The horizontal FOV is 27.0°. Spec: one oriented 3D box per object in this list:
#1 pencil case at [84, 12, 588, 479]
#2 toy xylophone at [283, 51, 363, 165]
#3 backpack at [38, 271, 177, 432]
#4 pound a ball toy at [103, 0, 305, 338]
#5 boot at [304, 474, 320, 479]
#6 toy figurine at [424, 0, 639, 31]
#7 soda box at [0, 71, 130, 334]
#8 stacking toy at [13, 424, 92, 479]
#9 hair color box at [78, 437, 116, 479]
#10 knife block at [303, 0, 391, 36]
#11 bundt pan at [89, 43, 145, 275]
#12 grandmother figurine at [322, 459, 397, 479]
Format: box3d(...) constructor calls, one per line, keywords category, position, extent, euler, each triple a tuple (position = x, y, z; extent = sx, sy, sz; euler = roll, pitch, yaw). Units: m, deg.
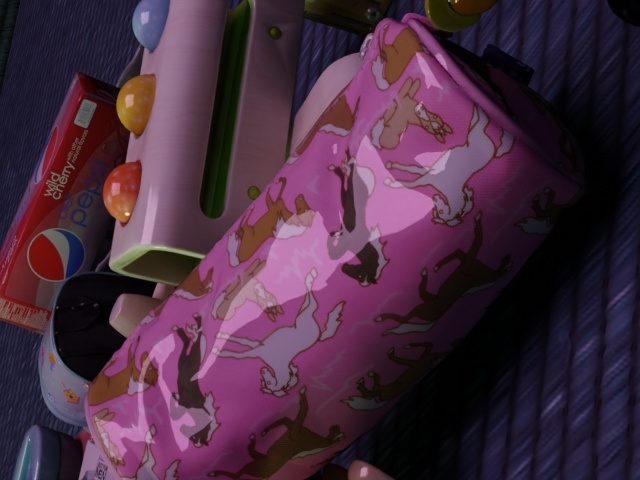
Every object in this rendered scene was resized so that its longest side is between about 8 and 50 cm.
box3d(category="pencil case", position=(0.001, 0.033, 0.892), extent=(0.386, 0.160, 0.167), euler=(-50, 29, 21))
box3d(category="toy xylophone", position=(0.000, 0.000, 1.117), extent=(0.322, 0.081, 0.236), euler=(-50, 34, 46))
box3d(category="backpack", position=(-0.192, 0.120, 1.356), extent=(0.144, 0.188, 0.165), euler=(-53, 32, 42))
box3d(category="pound a ball toy", position=(-0.130, -0.075, 1.180), extent=(0.208, 0.136, 0.319), euler=(-24, 55, 63))
box3d(category="boot", position=(-0.067, 0.263, 1.118), extent=(0.236, 0.085, 0.178), euler=(-129, 53, -68))
box3d(category="toy figurine", position=(0.151, -0.218, 0.741), extent=(0.209, 0.213, 0.148), euler=(-58, 44, 43))
box3d(category="soda box", position=(-0.266, -0.036, 1.402), extent=(0.263, 0.083, 0.092), euler=(-64, 22, 13))
box3d(category="stacking toy", position=(-0.320, 0.330, 1.606), extent=(0.279, 0.130, 0.309), euler=(-53, 32, 43))
box3d(category="hair color box", position=(-0.201, 0.379, 1.328), extent=(0.185, 0.110, 0.338), euler=(177, 105, -68))
box3d(category="knife block", position=(0.040, -0.362, 1.238), extent=(0.275, 0.088, 0.242), euler=(-63, 25, 28))
box3d(category="bundt pan", position=(-0.174, -0.073, 1.496), extent=(0.331, 0.124, 0.330), euler=(-48, 31, 42))
box3d(category="grandmother figurine", position=(-0.042, 0.305, 0.854), extent=(0.342, 0.104, 0.208), euler=(-56, 0, -18))
